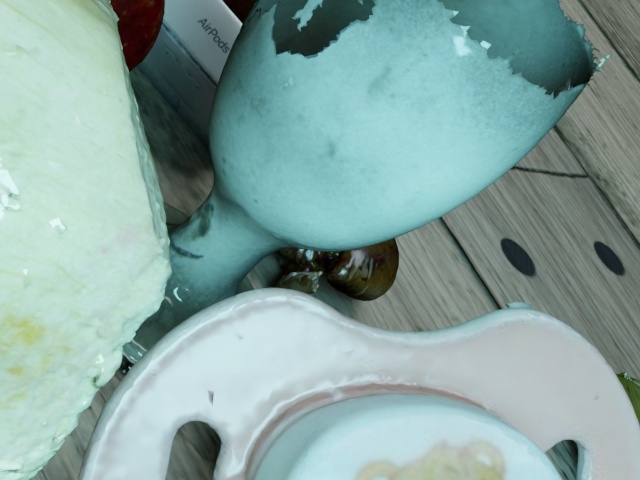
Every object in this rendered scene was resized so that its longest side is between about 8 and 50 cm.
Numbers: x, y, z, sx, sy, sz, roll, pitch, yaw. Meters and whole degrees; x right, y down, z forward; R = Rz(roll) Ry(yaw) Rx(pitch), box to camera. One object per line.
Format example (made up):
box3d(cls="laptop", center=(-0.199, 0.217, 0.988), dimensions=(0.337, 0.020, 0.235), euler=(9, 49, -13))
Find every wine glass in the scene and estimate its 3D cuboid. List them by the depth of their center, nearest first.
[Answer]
box3d(cls="wine glass", center=(0.000, -0.062, 0.897), dimensions=(0.190, 0.357, 0.190), euler=(30, 34, -23))

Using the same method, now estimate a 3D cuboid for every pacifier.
box3d(cls="pacifier", center=(0.024, 0.144, 0.808), dimensions=(0.332, 0.220, 0.273), euler=(5, 43, -19))

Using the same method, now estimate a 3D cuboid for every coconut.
box3d(cls="coconut", center=(-0.226, -0.040, 0.645), dimensions=(0.255, 0.297, 0.297), euler=(21, 37, -41))

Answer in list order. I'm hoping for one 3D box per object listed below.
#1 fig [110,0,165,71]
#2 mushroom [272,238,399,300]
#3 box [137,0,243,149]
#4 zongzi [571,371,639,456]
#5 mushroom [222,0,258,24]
box3d(cls="fig", center=(-0.217, -0.165, 0.982), dimensions=(0.175, 0.207, 0.175), euler=(53, -12, 17))
box3d(cls="mushroom", center=(0.001, -0.001, 1.108), dimensions=(0.135, 0.080, 0.170), euler=(31, 27, -6))
box3d(cls="box", center=(-0.090, -0.134, 1.112), dimensions=(0.051, 0.129, 0.130), euler=(-40, 85, -17))
box3d(cls="zongzi", center=(0.302, 0.214, 1.219), dimensions=(0.204, 0.094, 0.205), euler=(29, 33, -36))
box3d(cls="mushroom", center=(-0.002, -0.176, 1.249), dimensions=(0.253, 0.153, 0.253), euler=(32, 30, -21))
